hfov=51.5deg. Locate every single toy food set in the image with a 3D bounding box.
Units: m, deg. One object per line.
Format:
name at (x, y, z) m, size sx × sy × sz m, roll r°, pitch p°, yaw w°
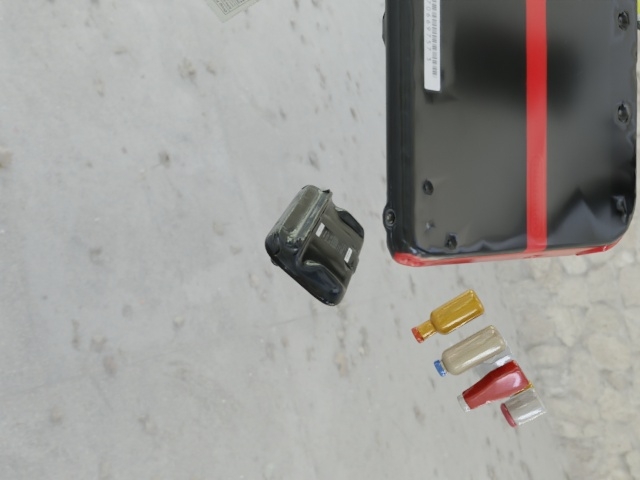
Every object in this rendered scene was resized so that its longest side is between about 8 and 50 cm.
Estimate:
toy food set at (0.232, 0.193, 0.948) m, size 0.232 × 0.104 × 0.111 m, roll 53°, pitch 11°, yaw -27°

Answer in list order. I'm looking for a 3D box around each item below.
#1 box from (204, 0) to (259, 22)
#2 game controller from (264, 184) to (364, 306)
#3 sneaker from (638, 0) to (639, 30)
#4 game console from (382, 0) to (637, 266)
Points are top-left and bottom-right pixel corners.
box at (-0.076, -0.509, 1.080) m, size 0.148 × 0.311 × 0.121 m, roll 48°, pitch 29°, yaw -41°
game controller at (0.000, 0.000, 1.197) m, size 0.166 × 0.067 × 0.319 m, roll 50°, pitch 24°, yaw -10°
sneaker at (0.732, -0.618, 1.412) m, size 0.147 × 0.145 × 0.385 m, roll 124°, pitch -24°, yaw -74°
game console at (0.187, -0.174, 0.625) m, size 0.341 × 0.060 × 0.387 m, roll -2°, pitch 91°, yaw -34°
